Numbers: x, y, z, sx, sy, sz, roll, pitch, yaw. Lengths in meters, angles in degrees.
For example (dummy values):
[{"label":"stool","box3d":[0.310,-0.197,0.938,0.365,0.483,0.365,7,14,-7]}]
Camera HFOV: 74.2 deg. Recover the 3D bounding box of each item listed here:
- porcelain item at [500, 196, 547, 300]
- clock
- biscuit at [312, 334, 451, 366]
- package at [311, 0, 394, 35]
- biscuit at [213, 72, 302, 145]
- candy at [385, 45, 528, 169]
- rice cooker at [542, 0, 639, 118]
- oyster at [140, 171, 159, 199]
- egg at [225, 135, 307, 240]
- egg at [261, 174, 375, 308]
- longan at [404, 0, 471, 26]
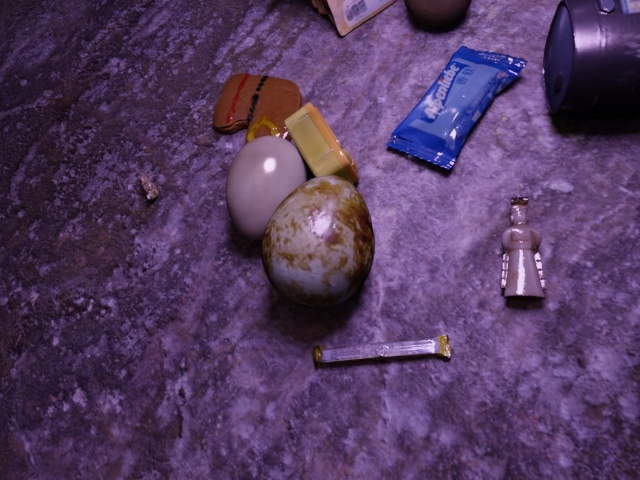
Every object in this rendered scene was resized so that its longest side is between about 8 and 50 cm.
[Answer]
[{"label":"porcelain item","box3d":[0.410,0.015,0.869,0.084,0.054,0.213,0,71,14]},{"label":"clock","box3d":[0.005,-0.219,1.028,0.096,0.143,0.202,-35,65,10]},{"label":"biscuit","box3d":[0.123,0.233,0.892,0.291,0.026,0.048,-8,65,13]},{"label":"package","box3d":[0.115,-0.770,1.188,0.311,0.221,0.165,-35,44,1]},{"label":"biscuit","box3d":[-0.192,-0.349,1.184,0.276,0.052,0.262,19,77,22]},{"label":"candy","box3d":[0.321,-0.326,1.013,0.187,0.077,0.331,33,82,31]},{"label":"rice cooker","box3d":[0.592,-0.382,0.857,0.224,0.267,0.267,-2,70,15]},{"label":"oyster","box3d":[-0.483,-0.155,1.195,0.038,0.080,0.083,-14,100,-12]},{"label":"egg","box3d":[-0.130,-0.124,1.009,0.188,0.188,0.254,10,82,20]},{"label":"egg","box3d":[0.000,0.000,0.898,0.238,0.238,0.290,9,66,19]},{"label":"longan","box3d":[0.299,-0.643,1.086,0.189,0.189,0.189,-6,69,15]}]
